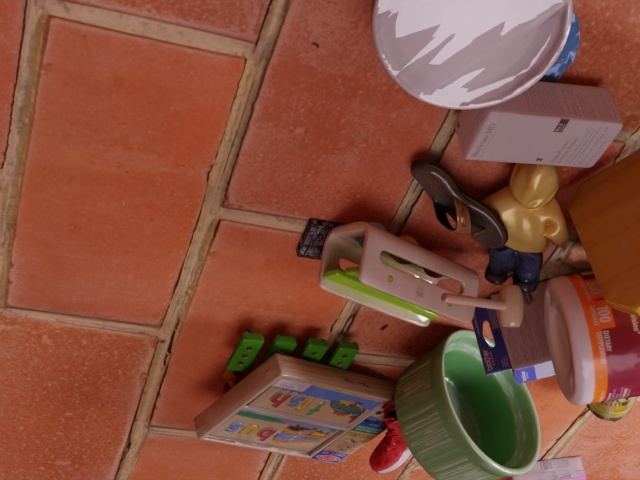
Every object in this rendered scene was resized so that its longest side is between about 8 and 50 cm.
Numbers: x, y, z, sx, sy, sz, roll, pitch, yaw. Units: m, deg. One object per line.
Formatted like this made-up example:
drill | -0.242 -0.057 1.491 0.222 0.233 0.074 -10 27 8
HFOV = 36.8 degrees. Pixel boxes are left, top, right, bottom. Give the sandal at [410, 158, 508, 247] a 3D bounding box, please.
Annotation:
sandal | 0.228 -0.052 1.632 0.219 0.060 0.090 43 155 -25

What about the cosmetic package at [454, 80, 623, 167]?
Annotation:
cosmetic package | 0.342 -0.184 1.514 0.231 0.086 0.117 1 145 -16

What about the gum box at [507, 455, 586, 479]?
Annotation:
gum box | 0.561 0.596 2.372 0.188 0.062 0.107 -7 136 0

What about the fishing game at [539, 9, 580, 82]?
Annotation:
fishing game | 0.308 -0.288 1.464 0.189 0.041 0.264 -5 135 -6

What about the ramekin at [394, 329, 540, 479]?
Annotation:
ramekin | 0.288 0.346 1.925 0.303 0.304 0.148 30 132 -32

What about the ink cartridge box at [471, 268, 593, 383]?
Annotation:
ink cartridge box | 0.450 0.162 1.831 0.311 0.186 0.065 -14 137 5

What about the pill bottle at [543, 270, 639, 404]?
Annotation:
pill bottle | 0.596 0.141 1.625 0.391 0.224 0.224 -9 136 1

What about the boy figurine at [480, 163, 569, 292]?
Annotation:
boy figurine | 0.349 -0.038 1.683 0.177 0.092 0.285 15 134 16

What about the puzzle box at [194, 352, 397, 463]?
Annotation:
puzzle box | -0.025 0.362 2.011 0.408 0.052 0.272 20 131 -40

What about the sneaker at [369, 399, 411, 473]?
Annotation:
sneaker | 0.151 0.402 2.041 0.128 0.087 0.221 27 113 -34

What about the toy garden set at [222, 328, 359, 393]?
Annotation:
toy garden set | -0.074 0.248 1.947 0.244 0.049 0.204 8 138 -22

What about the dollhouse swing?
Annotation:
dollhouse swing | 0.644 -0.011 1.567 0.315 0.347 0.305 24 127 -28

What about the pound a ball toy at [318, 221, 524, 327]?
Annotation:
pound a ball toy | 0.187 0.058 1.697 0.319 0.136 0.208 21 160 -33

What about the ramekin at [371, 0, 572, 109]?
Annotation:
ramekin | 0.202 -0.327 1.326 0.272 0.127 0.273 0 129 0

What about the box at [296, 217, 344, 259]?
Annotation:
box | 0.000 0.000 1.726 0.067 0.018 0.083 9 133 -16

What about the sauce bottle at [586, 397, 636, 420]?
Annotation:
sauce bottle | 0.608 0.266 1.963 0.111 0.112 0.344 -11 148 4
